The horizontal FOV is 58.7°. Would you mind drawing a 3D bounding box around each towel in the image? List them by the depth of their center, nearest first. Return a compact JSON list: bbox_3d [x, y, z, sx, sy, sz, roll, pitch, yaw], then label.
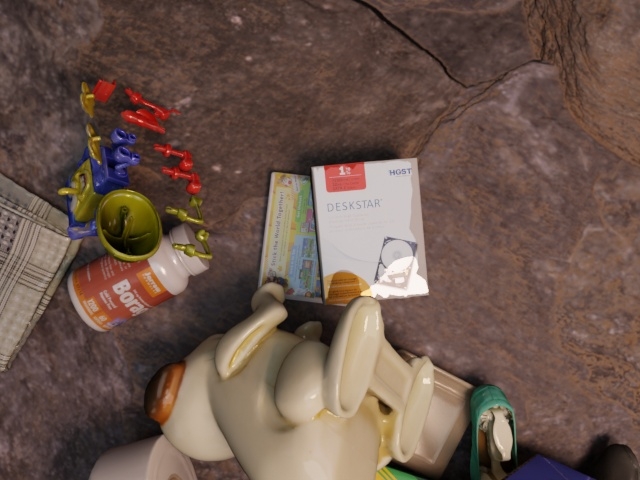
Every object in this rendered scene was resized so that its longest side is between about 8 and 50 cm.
[{"bbox_3d":[-0.622,0.031,1.010,0.312,0.056,0.324,29,90,-1],"label":"towel"}]

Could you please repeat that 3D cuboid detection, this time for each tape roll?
[{"bbox_3d":[-0.269,0.467,0.914,0.100,0.286,0.286,-15,92,-1],"label":"tape roll"}]

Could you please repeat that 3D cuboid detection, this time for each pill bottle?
[{"bbox_3d":[-0.309,0.058,0.983,0.216,0.121,0.121,-28,92,0],"label":"pill bottle"}]

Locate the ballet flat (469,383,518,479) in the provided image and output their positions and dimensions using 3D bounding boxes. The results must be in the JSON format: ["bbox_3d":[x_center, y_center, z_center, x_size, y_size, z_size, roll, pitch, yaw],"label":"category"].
[{"bbox_3d":[0.299,0.375,0.974,0.083,0.087,0.248,-7,95,3],"label":"ballet flat"}]

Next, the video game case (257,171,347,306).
[{"bbox_3d":[0.000,0.000,1.035,0.206,0.026,0.227,7,92,-1],"label":"video game case"}]

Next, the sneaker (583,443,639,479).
[{"bbox_3d":[0.442,0.500,1.006,0.146,0.122,0.331,22,95,3],"label":"sneaker"}]

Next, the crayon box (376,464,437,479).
[{"bbox_3d":[0.070,0.558,0.943,0.312,0.106,0.363,16,74,6],"label":"crayon box"}]

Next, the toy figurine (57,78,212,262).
[{"bbox_3d":[-0.337,-0.062,0.950,0.217,0.191,0.363,-41,56,32],"label":"toy figurine"}]

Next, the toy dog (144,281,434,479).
[{"bbox_3d":[-0.075,0.270,0.897,0.407,0.284,0.396,0,66,38],"label":"toy dog"}]

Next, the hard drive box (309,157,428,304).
[{"bbox_3d":[0.080,-0.016,0.978,0.181,0.089,0.232,-6,92,-1],"label":"hard drive box"}]

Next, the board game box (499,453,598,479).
[{"bbox_3d":[0.333,0.512,0.873,0.141,0.232,0.291,17,93,35],"label":"board game box"}]

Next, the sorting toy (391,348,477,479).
[{"bbox_3d":[0.176,0.316,1.037,0.347,0.047,0.196,28,95,-2],"label":"sorting toy"}]
